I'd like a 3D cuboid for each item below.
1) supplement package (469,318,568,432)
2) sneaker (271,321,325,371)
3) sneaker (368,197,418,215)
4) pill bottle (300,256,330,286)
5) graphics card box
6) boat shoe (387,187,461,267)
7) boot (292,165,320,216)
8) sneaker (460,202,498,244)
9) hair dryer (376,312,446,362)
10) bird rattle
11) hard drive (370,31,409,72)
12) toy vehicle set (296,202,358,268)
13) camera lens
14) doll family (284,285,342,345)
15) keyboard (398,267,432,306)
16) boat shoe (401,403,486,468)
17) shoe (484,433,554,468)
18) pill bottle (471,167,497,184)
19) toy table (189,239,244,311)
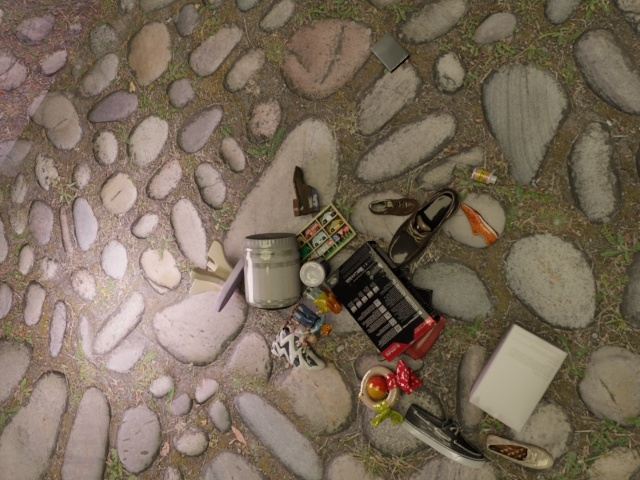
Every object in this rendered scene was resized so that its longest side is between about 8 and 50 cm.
[{"bbox_3d":[0.638,0.434,1.542,0.177,0.175,0.293,30,96,17],"label":"supplement package"},{"bbox_3d":[-0.074,0.403,1.838,0.234,0.094,0.153,21,101,30],"label":"sneaker"},{"bbox_3d":[0.272,-0.125,1.770,0.188,0.071,0.066,-5,84,19],"label":"sneaker"},{"bbox_3d":[-0.014,0.113,1.765,0.094,0.169,0.094,1,97,11],"label":"pill bottle"},{"bbox_3d":[0.214,0.210,1.670,0.233,0.094,0.371,-46,74,20],"label":"graphics card box"},{"bbox_3d":[0.360,-0.054,1.702,0.132,0.130,0.355,40,99,18],"label":"boat shoe"},{"bbox_3d":[-0.056,-0.201,1.895,0.106,0.082,0.219,-3,73,5],"label":"boot"},{"bbox_3d":[0.554,-0.060,1.673,0.067,0.064,0.175,-43,71,22],"label":"sneaker"},{"bbox_3d":[0.314,0.324,1.708,0.293,0.080,0.224,-13,89,16],"label":"hair dryer"},{"bbox_3d":[0.231,0.540,1.703,0.207,0.143,0.254,21,96,43],"label":"bird rattle"},{"bbox_3d":[0.271,-0.736,1.845,0.094,0.022,0.135,-40,75,12],"label":"hard drive"},{"bbox_3d":[0.000,0.000,1.875,0.267,0.035,0.166,-42,74,12],"label":"toy vehicle set"},{"bbox_3d":[-0.184,0.118,1.813,0.219,0.219,0.275,1,99,19],"label":"camera lens"},{"bbox_3d":[-0.014,0.275,1.778,0.163,0.118,0.263,32,73,11],"label":"doll family"},{"bbox_3d":[0.257,0.171,1.750,0.317,0.033,0.202,9,114,19],"label":"keyboard"},{"bbox_3d":[0.437,0.673,1.638,0.301,0.108,0.102,24,95,27],"label":"boat shoe"},{"bbox_3d":[0.663,0.714,1.574,0.219,0.058,0.077,12,90,20],"label":"shoe"},{"bbox_3d":[0.586,-0.228,1.683,0.083,0.043,0.043,22,93,20],"label":"pill bottle"},{"bbox_3d":[-0.412,0.139,1.918,0.160,0.252,0.274,30,90,2],"label":"toy table"}]
